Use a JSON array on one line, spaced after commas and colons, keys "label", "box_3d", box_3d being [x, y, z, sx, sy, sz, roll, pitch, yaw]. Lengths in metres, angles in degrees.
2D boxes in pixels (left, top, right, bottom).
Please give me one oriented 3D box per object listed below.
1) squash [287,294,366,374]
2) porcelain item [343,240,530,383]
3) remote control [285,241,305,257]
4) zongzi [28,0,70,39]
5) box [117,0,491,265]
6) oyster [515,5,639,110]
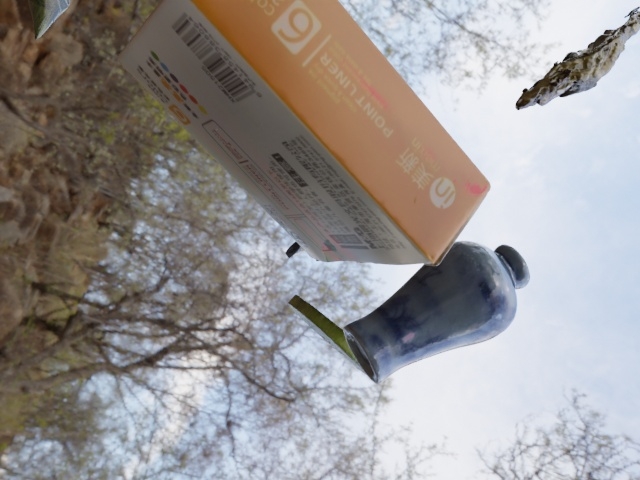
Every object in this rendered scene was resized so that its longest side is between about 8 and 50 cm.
[{"label": "squash", "box_3d": [0.020, 0.186, 1.340, 0.041, 0.219, 0.219, -52, -148, -8]}, {"label": "porcelain item", "box_3d": [0.161, 0.091, 0.914, 0.259, 0.141, 0.141, -27, -147, -11]}, {"label": "remote control", "box_3d": [-0.001, -0.001, 1.248, 0.043, 0.152, 0.027, -37, -103, 42]}, {"label": "zongzi", "box_3d": [-0.490, -0.418, 1.154, 0.052, 0.104, 0.113, -5, -134, 30]}, {"label": "box", "box_3d": [-0.024, -0.097, 0.553, 0.091, 0.274, 0.221, -50, -158, -17]}, {"label": "oyster", "box_3d": [0.460, -0.311, 1.194, 0.345, 0.078, 0.128, -38, -168, -25]}]
